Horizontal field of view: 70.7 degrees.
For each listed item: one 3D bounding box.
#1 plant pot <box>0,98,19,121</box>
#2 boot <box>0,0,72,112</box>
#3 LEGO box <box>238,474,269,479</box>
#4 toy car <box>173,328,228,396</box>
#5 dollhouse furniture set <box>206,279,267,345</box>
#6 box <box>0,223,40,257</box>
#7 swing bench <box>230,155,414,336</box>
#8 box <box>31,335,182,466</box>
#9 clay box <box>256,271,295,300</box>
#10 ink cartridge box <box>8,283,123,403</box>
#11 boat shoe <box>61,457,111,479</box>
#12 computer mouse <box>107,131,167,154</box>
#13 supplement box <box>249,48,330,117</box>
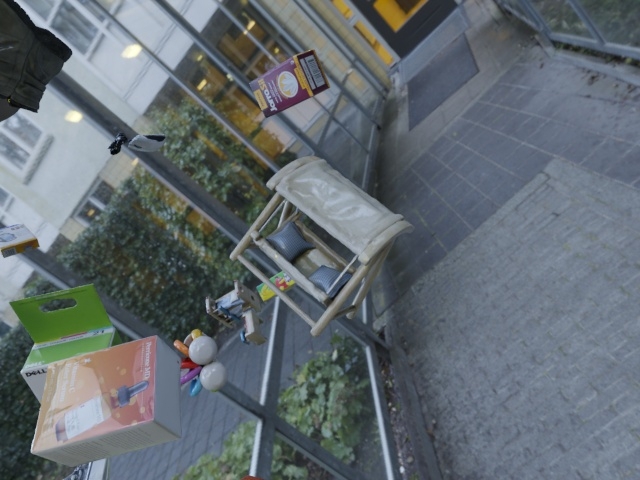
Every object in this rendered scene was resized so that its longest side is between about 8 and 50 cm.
[{"bbox_3d":[-0.749,-0.400,0.829,0.323,0.323,0.280,-69,1,-49],"label":"plant pot"},{"bbox_3d":[-0.578,-0.344,0.793,0.083,0.246,0.161,22,80,32],"label":"boot"},{"bbox_3d":[-0.132,0.548,0.623,0.372,0.500,0.193,-6,84,33],"label":"LEGO box"},{"bbox_3d":[-0.344,0.344,1.239,0.136,0.182,0.159,-24,5,-25],"label":"toy car"},{"bbox_3d":[-0.271,0.249,1.440,0.129,0.129,0.184,-31,45,11],"label":"dollhouse furniture set"},{"bbox_3d":[-0.771,-0.003,1.131,0.081,0.028,0.136,-25,35,-38],"label":"box"},{"bbox_3d":[0.000,0.000,0.893,0.165,0.253,0.255,-9,-47,-60],"label":"swing bench"},{"bbox_3d":[-0.300,0.233,0.656,0.170,0.091,0.130,-16,51,1],"label":"box"},{"bbox_3d":[-0.063,0.094,1.300,0.222,0.053,0.127,-33,-8,14],"label":"clay box"},{"bbox_3d":[-0.568,0.243,1.019,0.188,0.255,0.097,-12,32,-7],"label":"ink cartridge box"},{"bbox_3d":[-0.477,0.502,0.872,0.301,0.102,0.108,-112,30,-61],"label":"boat shoe"},{"bbox_3d":[-0.560,-0.301,1.412,0.106,0.042,0.193,-27,-5,38],"label":"computer mouse"},{"bbox_3d":[-0.082,-0.402,1.167,0.188,0.104,0.081,-10,22,44],"label":"supplement box"}]
